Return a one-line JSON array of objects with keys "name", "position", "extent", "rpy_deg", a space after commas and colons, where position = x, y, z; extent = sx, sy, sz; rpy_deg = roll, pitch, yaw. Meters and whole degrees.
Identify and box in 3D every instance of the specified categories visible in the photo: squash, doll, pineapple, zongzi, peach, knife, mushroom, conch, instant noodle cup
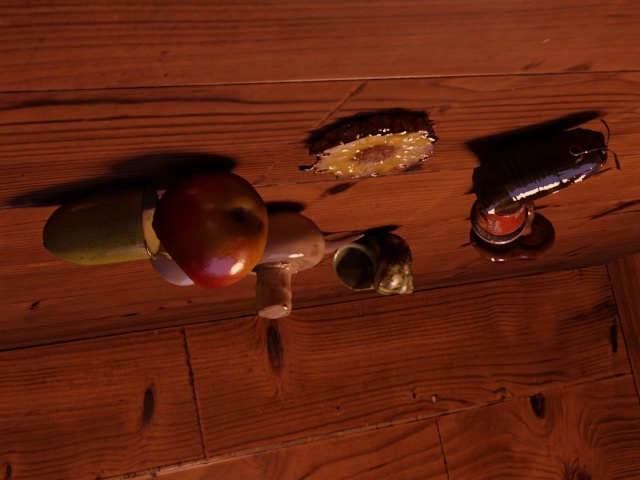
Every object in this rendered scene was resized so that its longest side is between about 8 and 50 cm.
[{"name": "squash", "position": [-0.344, -0.019, 1.442], "extent": [0.187, 0.123, 0.123], "rpy_deg": [-8, 171, 7]}, {"name": "doll", "position": [-0.262, 0.022, 1.812], "extent": [0.141, 0.117, 0.296], "rpy_deg": [-3, -177, -6]}, {"name": "pineapple", "position": [0.074, -0.144, 1.395], "extent": [0.221, 0.047, 0.221], "rpy_deg": [-11, 167, -3]}, {"name": "zongzi", "position": [0.398, -0.140, 1.654], "extent": [0.248, 0.111, 0.241], "rpy_deg": [-20, -174, 17]}, {"name": "peach", "position": [-0.178, -0.016, 1.429], "extent": [0.190, 0.190, 0.192], "rpy_deg": [-1, 160, -45]}, {"name": "knife", "position": [0.000, 0.002, 2.128], "extent": [0.123, 0.053, 0.278], "rpy_deg": [-21, 168, 24]}, {"name": "mushroom", "position": [-0.080, 0.033, 1.820], "extent": [0.206, 0.209, 0.206], "rpy_deg": [-29, 156, -14]}, {"name": "conch", "position": [0.144, 0.064, 2.273], "extent": [0.187, 0.181, 0.124], "rpy_deg": [-41, 158, 25]}, {"name": "instant noodle cup", "position": [0.382, -0.070, 1.949], "extent": [0.127, 0.127, 0.135], "rpy_deg": [-11, 162, 2]}, {"name": "mushroom", "position": [0.504, -0.040, 2.280], "extent": [0.227, 0.148, 0.217], "rpy_deg": [-13, 156, -18]}]
